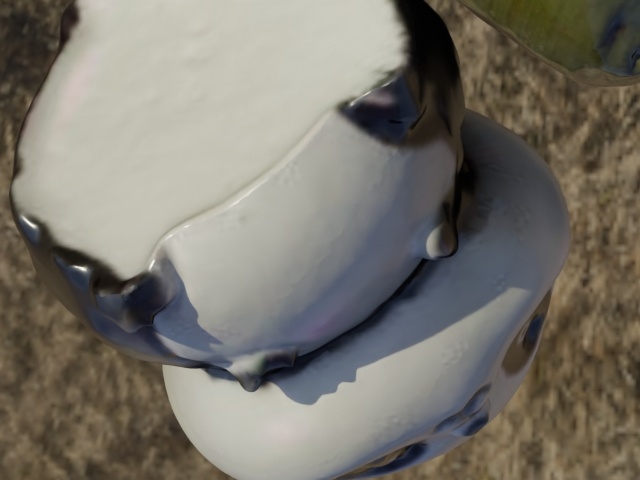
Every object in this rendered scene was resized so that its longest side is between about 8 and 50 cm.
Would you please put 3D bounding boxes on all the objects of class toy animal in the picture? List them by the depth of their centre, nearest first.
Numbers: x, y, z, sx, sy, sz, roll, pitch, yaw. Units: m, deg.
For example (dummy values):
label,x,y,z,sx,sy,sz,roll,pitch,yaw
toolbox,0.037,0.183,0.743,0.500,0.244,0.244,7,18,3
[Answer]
label,x,y,z,sx,sy,sz,roll,pitch,yaw
toy animal,0.002,0.002,0.623,0.187,0.165,0.235,-38,131,1

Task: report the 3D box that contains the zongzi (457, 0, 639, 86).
label,x,y,z,sx,sy,sz,roll,pitch,yaw
zongzi,0.200,-0.248,0.592,0.160,0.360,0.323,37,146,8
